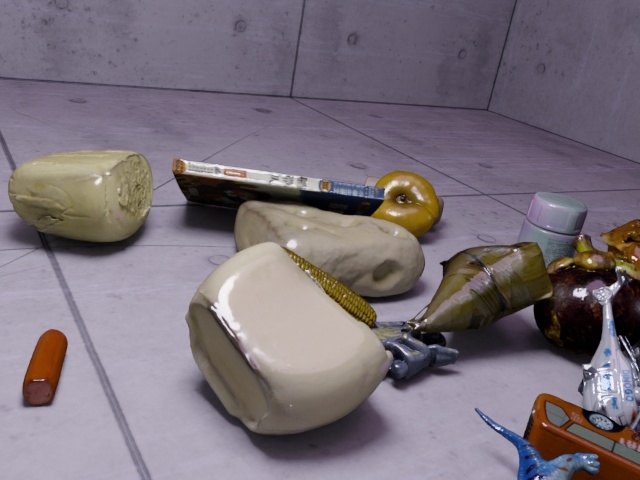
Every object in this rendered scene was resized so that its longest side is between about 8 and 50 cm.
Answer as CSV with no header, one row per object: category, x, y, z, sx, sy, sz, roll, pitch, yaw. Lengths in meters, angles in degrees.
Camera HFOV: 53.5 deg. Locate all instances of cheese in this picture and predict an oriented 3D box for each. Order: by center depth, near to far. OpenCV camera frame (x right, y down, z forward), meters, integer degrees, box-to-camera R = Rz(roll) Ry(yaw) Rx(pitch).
cheese,-0.042,0.123,0.849,0.233,0.127,0.266,-27,63,-33
cheese,0.000,0.000,1.265,0.350,0.130,0.328,0,20,-34

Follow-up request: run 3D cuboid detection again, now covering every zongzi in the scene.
zongzi,0.230,0.098,1.133,0.289,0.123,0.260,-22,4,-18

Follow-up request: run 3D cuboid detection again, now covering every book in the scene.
book,-0.094,-0.099,1.392,0.427,0.039,0.300,8,-10,-5

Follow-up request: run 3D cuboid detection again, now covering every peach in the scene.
peach,0.198,-0.080,1.520,0.179,0.103,0.179,0,66,0

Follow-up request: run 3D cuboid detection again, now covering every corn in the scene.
corn,-0.006,0.088,1.030,0.231,0.080,0.080,34,14,-21

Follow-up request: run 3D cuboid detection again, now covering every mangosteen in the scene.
mangosteen,0.478,0.095,1.128,0.192,0.217,0.192,3,-5,0

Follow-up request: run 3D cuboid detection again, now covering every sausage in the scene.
sausage,-0.358,0.160,0.830,0.041,0.039,0.131,2,24,-14

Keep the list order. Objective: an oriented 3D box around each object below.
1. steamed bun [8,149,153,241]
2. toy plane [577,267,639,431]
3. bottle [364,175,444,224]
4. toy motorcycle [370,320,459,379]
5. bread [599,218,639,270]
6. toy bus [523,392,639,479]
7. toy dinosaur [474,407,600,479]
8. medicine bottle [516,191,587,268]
steamed bun,-0.454,-0.084,1.230,0.231,0.166,0.273,-2,16,3
toy plane,0.428,0.170,0.945,0.107,0.273,0.182,-9,-21,25
bottle,0.211,-0.093,1.640,0.209,0.097,0.110,16,-21,9
toy motorcycle,0.122,0.172,0.988,0.193,0.061,0.124,4,26,-15
bread,0.725,0.099,1.253,0.358,0.204,0.337,10,19,-10
toy bus,0.440,0.310,0.751,0.408,0.093,0.092,21,27,28
toy dinosaur,0.280,0.311,0.703,0.144,0.076,0.329,1,33,-4
medicine bottle,0.536,-0.017,1.486,0.135,0.169,0.135,8,22,-3
